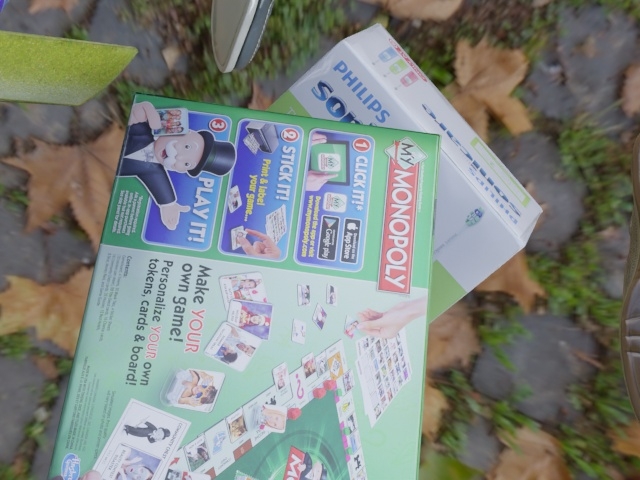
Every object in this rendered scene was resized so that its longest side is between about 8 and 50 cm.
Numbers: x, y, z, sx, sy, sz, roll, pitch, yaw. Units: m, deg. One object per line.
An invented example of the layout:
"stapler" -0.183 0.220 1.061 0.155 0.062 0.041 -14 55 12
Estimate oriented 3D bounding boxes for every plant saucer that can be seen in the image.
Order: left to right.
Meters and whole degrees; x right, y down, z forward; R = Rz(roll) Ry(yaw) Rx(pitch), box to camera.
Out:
"plant saucer" -0.256 -0.122 1.066 0.188 0.188 0.045 7 95 42

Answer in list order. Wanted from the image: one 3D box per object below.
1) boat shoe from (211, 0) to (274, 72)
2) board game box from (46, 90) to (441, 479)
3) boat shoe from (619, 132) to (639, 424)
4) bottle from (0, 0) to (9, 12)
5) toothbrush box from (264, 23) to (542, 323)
"boat shoe" -0.047 -0.333 1.781 0.099 0.116 0.319 3 124 -26
"board game box" -0.039 0.052 0.959 0.213 0.046 0.317 9 54 -2
"boat shoe" 0.357 0.049 1.500 0.121 0.110 0.341 2 63 12
"bottle" -0.237 -0.277 1.183 0.092 0.118 0.283 18 47 7
"toothbrush box" 0.000 0.000 1.223 0.283 0.122 0.206 -42 91 22
